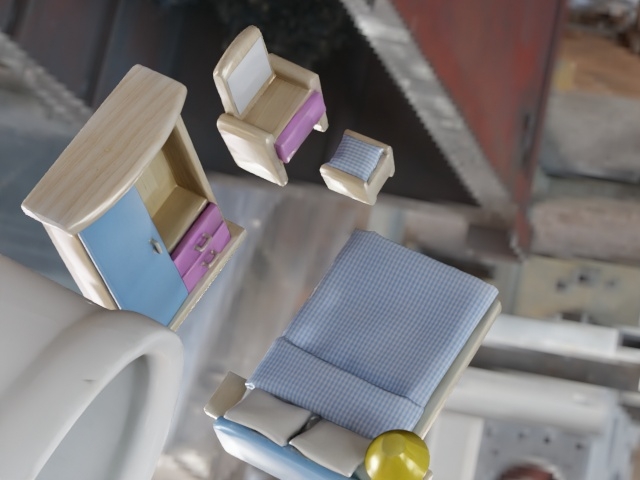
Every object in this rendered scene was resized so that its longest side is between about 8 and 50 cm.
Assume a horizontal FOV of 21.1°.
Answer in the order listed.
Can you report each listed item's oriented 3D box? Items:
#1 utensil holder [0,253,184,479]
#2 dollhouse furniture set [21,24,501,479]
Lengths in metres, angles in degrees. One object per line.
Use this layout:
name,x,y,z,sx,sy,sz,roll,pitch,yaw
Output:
utensil holder,-0.326,0.116,1.015,0.385,0.327,0.327,25,168,9
dollhouse furniture set,0.000,0.000,1.224,0.303,0.286,0.198,25,157,24
